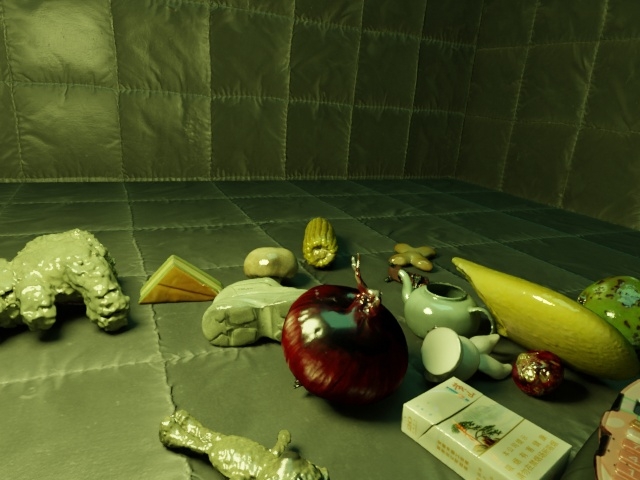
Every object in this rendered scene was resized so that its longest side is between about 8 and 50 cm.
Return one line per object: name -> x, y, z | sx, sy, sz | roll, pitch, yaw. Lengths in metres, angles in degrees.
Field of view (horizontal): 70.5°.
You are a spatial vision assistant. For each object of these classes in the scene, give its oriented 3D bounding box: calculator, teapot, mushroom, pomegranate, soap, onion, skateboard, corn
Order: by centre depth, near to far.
calculator -> 0.483, 0.308, 0.595 | 0.220, 0.048, 0.329 | 28, 28, 34
onion -> 0.065, 0.180, 0.899 | 0.272, 0.285, 0.273 | 23, 24, -11
onion -> 0.461, 0.281, 0.959 | 0.107, 0.097, 0.107 | -31, 13, 8
soap -> 0.496, 0.186, 1.045 | 0.115, 0.306, 0.427 | -47, 31, -11
pomegranate -> 0.759, 0.204, 1.123 | 0.263, 0.211, 0.211 | 32, 21, 4
teapot -> 0.315, 0.181, 1.169 | 0.193, 0.130, 0.294 | -12, 24, -40
mushroom -> -0.151, 0.085, 1.375 | 0.166, 0.128, 0.166 | 3, -6, 0
skateboard -> 0.289, 0.121, 1.484 | 0.151, 0.067, 0.080 | 20, 13, 27
corn -> 0.000, 0.000, 1.654 | 0.131, 0.131, 0.344 | 4, 17, -1

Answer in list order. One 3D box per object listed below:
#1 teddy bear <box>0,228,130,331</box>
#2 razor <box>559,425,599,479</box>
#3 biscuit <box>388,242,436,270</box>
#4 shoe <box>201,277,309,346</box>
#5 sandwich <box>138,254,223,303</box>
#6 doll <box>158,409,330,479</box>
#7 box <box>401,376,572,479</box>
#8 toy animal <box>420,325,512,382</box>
teddy bear -> -0.678, 0.117, 1.089 | 0.367, 0.225, 0.357 | -22, 29, -25
razor -> 0.445, 0.375, 0.619 | 0.204, 0.114, 0.348 | 25, 24, 39
biscuit -> 0.347, 0.059, 1.695 | 0.164, 0.047, 0.208 | 10, 18, 14
shoe -> -0.110, 0.158, 1.131 | 0.341, 0.132, 0.211 | -1, 21, -6
sandwich -> -0.392, 0.148, 1.291 | 0.187, 0.144, 0.117 | 37, 5, -24
doll -> -0.119, 0.330, 0.696 | 0.202, 0.091, 0.285 | 7, 3, -33
box -> 0.274, 0.337, 0.773 | 0.149, 0.067, 0.233 | -9, 22, -38
toy animal -> 0.314, 0.262, 0.997 | 0.220, 0.131, 0.104 | 21, 35, -36
